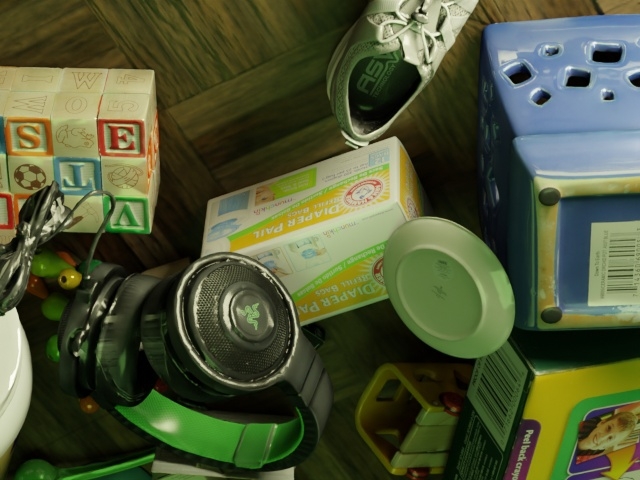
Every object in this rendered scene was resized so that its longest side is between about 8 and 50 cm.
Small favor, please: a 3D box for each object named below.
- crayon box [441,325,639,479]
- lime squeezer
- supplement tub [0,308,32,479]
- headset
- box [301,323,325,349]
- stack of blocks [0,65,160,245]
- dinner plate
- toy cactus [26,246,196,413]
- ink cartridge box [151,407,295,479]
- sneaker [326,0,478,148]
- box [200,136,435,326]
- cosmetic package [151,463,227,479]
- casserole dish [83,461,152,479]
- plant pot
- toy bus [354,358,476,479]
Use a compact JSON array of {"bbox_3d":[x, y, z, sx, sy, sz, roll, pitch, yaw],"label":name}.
[{"bbox_3d":[0.289,0.211,1.759,0.313,0.106,0.363,-7,131,-23],"label":"crayon box"},{"bbox_3d":[-0.331,0.234,1.905,0.310,0.059,0.110,15,96,-7],"label":"lime squeezer"},{"bbox_3d":[-0.400,0.152,1.652,0.241,0.241,0.331,15,152,-9],"label":"supplement tub"},{"bbox_3d":[-0.152,0.102,1.578,0.243,0.185,0.394,-5,136,33],"label":"headset"},{"bbox_3d":[-0.046,0.106,1.807,0.067,0.018,0.083,34,121,-23],"label":"box"},{"bbox_3d":[-0.302,-0.069,1.637,0.297,0.087,0.171,1,128,1],"label":"stack of blocks"},{"bbox_3d":[0.110,0.046,1.567,0.141,0.017,0.141,20,125,30],"label":"dinner plate"},{"bbox_3d":[-0.201,0.074,1.747,0.180,0.112,0.219,-29,113,10],"label":"toy cactus"},{"bbox_3d":[-0.097,0.224,1.800,0.145,0.179,0.045,5,107,-2],"label":"ink cartridge box"},{"bbox_3d":[0.091,-0.195,1.510,0.105,0.115,0.281,17,126,-11],"label":"sneaker"},{"bbox_3d":[0.000,0.000,1.665,0.203,0.114,0.103,-19,123,14],"label":"box"},{"bbox_3d":[-0.132,0.280,1.929,0.060,0.041,0.115,-22,124,17],"label":"cosmetic package"},{"bbox_3d":[-0.215,0.323,1.969,0.114,0.037,0.188,-22,125,18],"label":"casserole dish"},{"bbox_3d":[0.262,-0.049,1.557,0.236,0.212,0.236,-2,127,3],"label":"plant pot"},{"bbox_3d":[0.134,0.175,1.798,0.191,0.104,0.202,-32,141,-10],"label":"toy bus"}]
